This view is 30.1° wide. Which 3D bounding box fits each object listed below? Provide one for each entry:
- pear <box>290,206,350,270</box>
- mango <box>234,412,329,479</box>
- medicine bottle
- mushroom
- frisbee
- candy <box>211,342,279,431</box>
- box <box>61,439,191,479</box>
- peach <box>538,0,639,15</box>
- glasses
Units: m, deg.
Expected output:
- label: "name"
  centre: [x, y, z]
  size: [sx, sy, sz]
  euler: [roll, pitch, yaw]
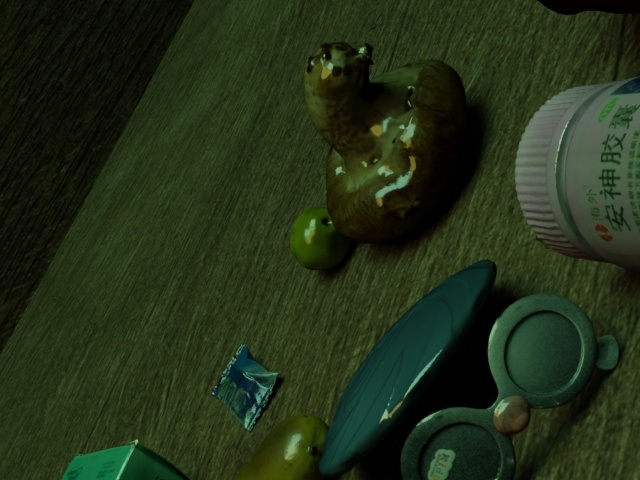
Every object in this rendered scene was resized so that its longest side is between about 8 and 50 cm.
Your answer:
- label: "pear"
  centre: [0.000, 0.000, 1.683]
  size: [0.092, 0.092, 0.097]
  euler: [-65, 9, -29]
- label: "mango"
  centre: [-0.044, 0.264, 1.377]
  size: [0.161, 0.076, 0.103]
  euler: [-42, 29, 34]
- label: "medicine bottle"
  centre: [0.313, -0.057, 1.010]
  size: [0.178, 0.178, 0.290]
  euler: [-57, 22, -10]
- label: "mushroom"
  centre: [0.080, -0.141, 1.601]
  size: [0.267, 0.254, 0.267]
  euler: [-41, -2, -2]
- label: "frisbee"
  centre: [0.079, 0.123, 1.252]
  size: [0.289, 0.049, 0.289]
  euler: [-51, 1, 2]
- label: "candy"
  centre: [-0.104, 0.200, 1.642]
  size: [0.088, 0.038, 0.136]
  euler: [-57, 31, -2]
- label: "box"
  centre: [-0.312, 0.438, 1.587]
  size: [0.205, 0.118, 0.311]
  euler: [-21, 39, 49]
- label: "peach"
  centre: [0.330, -0.419, 1.289]
  size: [0.388, 0.388, 0.388]
  euler: [-43, 24, 24]
- label: "glasses"
  centre: [0.165, 0.150, 1.188]
  size: [0.234, 0.118, 0.268]
  euler: [-54, 2, 1]
